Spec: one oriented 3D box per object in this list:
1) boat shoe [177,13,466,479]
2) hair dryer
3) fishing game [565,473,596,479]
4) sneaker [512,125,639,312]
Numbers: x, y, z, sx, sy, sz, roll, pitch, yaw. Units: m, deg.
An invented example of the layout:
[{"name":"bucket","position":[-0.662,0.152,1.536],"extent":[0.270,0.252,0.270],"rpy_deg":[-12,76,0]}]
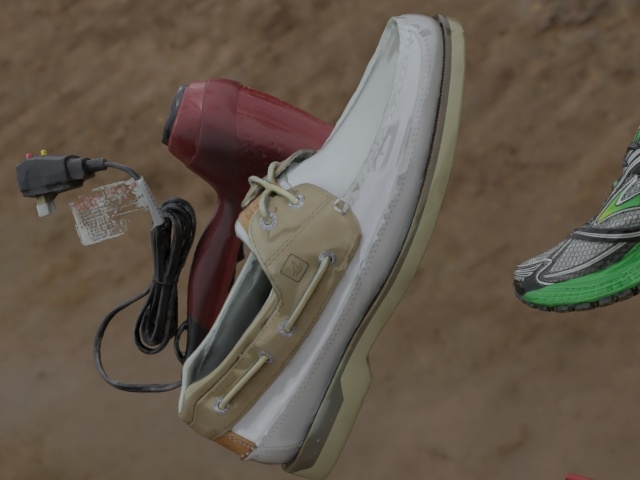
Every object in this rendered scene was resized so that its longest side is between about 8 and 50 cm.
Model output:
[{"name":"boat shoe","position":[0.000,0.000,1.170],"extent":[0.113,0.103,0.302],"rpy_deg":[-110,37,-72]},{"name":"hair dryer","position":[-0.073,-0.019,1.538],"extent":[0.293,0.224,0.080],"rpy_deg":[-19,21,12]},{"name":"fishing game","position":[0.215,0.310,1.438],"extent":[0.189,0.041,0.264],"rpy_deg":[4,84,60]},{"name":"sneaker","position":[0.335,-0.037,1.951],"extent":[0.343,0.146,0.134],"rpy_deg":[-33,-8,23]}]
